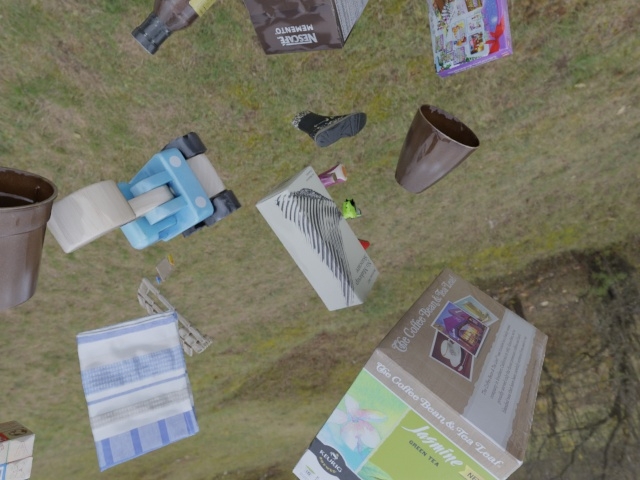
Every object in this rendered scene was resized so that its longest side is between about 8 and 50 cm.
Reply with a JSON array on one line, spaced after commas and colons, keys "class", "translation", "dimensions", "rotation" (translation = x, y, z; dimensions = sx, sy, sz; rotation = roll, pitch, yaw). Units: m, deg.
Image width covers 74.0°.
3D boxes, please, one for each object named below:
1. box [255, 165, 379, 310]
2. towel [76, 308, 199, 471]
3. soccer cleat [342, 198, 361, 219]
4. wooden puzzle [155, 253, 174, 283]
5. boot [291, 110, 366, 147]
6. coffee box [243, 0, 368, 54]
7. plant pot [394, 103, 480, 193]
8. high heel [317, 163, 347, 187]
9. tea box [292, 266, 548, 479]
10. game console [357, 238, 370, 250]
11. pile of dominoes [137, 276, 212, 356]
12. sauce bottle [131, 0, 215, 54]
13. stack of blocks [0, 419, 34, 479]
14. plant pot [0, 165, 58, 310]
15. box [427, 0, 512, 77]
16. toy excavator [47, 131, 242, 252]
[{"class": "box", "translation": [0.000, 0.000, 0.855], "dimensions": [0.094, 0.113, 0.275], "rotation": [-21, 112, 38]}, {"class": "towel", "translation": [-0.386, 0.307, 0.911], "dimensions": [0.209, 0.285, 0.034], "rotation": [-9, 171, -31]}, {"class": "soccer cleat", "translation": [0.116, -0.118, 1.561], "dimensions": [0.060, 0.072, 0.179], "rotation": [-3, -174, 13]}, {"class": "wooden puzzle", "translation": [-0.610, 0.111, 1.661], "dimensions": [0.014, 0.116, 0.079], "rotation": [-3, 118, 22]}, {"class": "boot", "translation": [0.031, -0.431, 1.536], "dimensions": [0.236, 0.178, 0.085], "rotation": [-31, 140, -25]}, {"class": "coffee box", "translation": [0.001, -0.491, 0.795], "dimensions": [0.168, 0.297, 0.119], "rotation": [9, 149, 26]}, {"class": "plant pot", "translation": [0.338, -0.268, 1.337], "dimensions": [0.215, 0.215, 0.230], "rotation": [14, 131, -22]}, {"class": "high heel", "translation": [0.038, -0.269, 1.841], "dimensions": [0.117, 0.244, 0.082], "rotation": [-15, 108, 23]}, {"class": "tea box", "translation": [0.174, 0.271, 0.718], "dimensions": [0.220, 0.329, 0.324], "rotation": [36, 122, 18]}, {"class": "game console", "translation": [0.039, 0.016, 1.094], "dimensions": [0.124, 0.085, 0.144], "rotation": [-47, 156, 17]}, {"class": "pile of dominoes", "translation": [-0.412, 0.213, 1.196], "dimensions": [0.251, 0.040, 0.196], "rotation": [48, 142, -4]}, {"class": "sauce bottle", "translation": [-0.338, -0.623, 1.078], "dimensions": [0.344, 0.111, 0.111], "rotation": [-43, 137, 3]}, {"class": "stack of blocks", "translation": [-0.644, 0.504, 0.761], "dimensions": [0.087, 0.297, 0.171], "rotation": [5, 177, 32]}, {"class": "plant pot", "translation": [-0.462, 0.000, 0.584], "dimensions": [0.167, 0.167, 0.165], "rotation": [10, 111, -18]}, {"class": "box", "translation": [0.408, -0.634, 1.183], "dimensions": [0.201, 0.293, 0.057], "rotation": [-6, 180, 39]}, {"class": "toy excavator", "translation": [-0.397, -0.073, 0.960], "dimensions": [0.433, 0.445, 0.222], "rotation": [-19, 105, 48]}]
